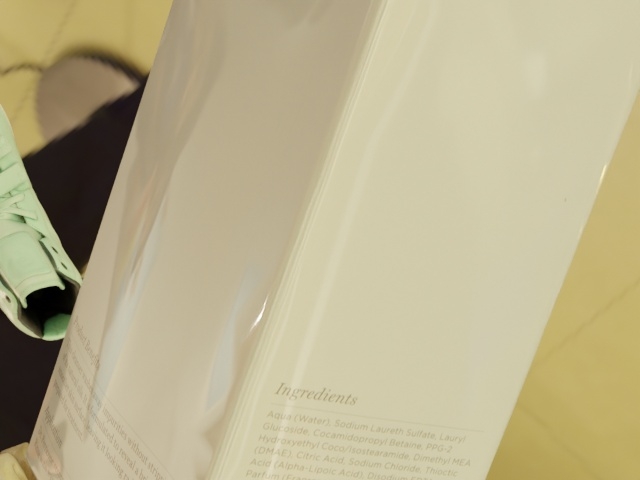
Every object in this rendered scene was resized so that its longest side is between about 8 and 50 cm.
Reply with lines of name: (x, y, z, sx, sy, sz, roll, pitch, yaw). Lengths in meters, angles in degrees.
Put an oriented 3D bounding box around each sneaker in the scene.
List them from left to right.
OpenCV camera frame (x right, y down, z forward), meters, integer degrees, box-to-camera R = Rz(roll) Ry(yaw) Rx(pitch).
sneaker: (-0.261, -0.031, 1.423, 0.151, 0.094, 0.256, 43, 161, 46)

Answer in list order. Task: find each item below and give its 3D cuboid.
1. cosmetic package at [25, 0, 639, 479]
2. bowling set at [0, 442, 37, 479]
cosmetic package: (0.000, 0.000, 0.863, 0.217, 0.156, 0.385, 46, 119, 55)
bowling set: (-0.296, 0.285, 1.768, 0.200, 0.287, 0.154, -21, 87, 29)
